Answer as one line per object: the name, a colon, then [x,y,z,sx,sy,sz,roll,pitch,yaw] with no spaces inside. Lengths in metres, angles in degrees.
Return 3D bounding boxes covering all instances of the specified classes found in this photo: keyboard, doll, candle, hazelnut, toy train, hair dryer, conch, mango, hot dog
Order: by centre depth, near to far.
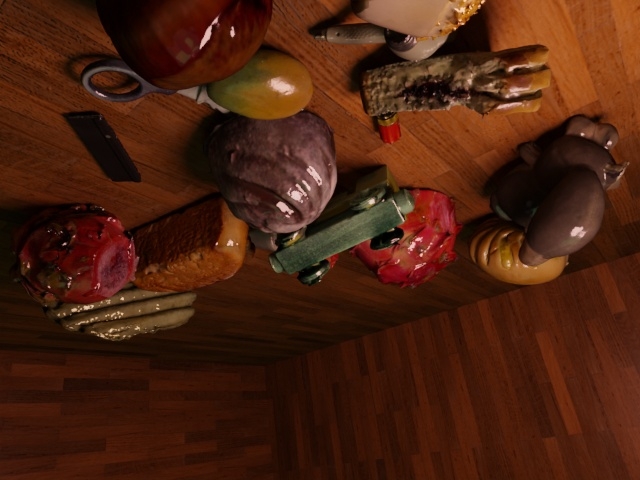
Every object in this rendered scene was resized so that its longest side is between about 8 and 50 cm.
hazelnut: [-0.175,-0.320,0.598,0.229,0.230,0.229,-7,155,-3]
hair dryer: [0.134,-0.345,0.762,0.218,0.089,0.224,-16,-154,-35]
mango: [-0.107,-0.277,0.816,0.194,0.092,0.130,-9,149,-15]
keyboard: [-0.457,-0.195,0.978,0.072,0.023,0.231,0,155,-1]
candle: [0.152,-0.255,1.012,0.051,0.052,0.131,-14,156,12]
toy train: [0.053,-0.041,1.166,0.397,0.253,0.160,-26,110,18]
doll: [0.562,-0.097,1.169,0.378,0.252,0.382,-41,162,-30]
hot dog: [-0.348,0.028,1.300,0.404,0.185,0.223,-18,152,22]
conch: [-0.168,-0.019,1.413,0.176,0.094,0.104,10,178,25]

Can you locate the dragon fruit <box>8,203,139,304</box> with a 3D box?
dragon fruit: [-0.632,0.036,1.129,0.290,0.250,0.269,14,-163,11]

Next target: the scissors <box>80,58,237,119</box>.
scissors: [-0.216,-0.281,0.859,0.255,0.029,0.383,-29,152,28]

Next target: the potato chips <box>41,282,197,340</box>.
potato chips: [-0.581,0.145,1.321,0.429,0.358,0.070,-9,133,-48]

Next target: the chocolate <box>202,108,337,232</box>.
chocolate: [-0.097,-0.123,0.994,0.303,0.213,0.303,-12,160,-4]

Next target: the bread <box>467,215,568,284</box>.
bread: [0.636,0.010,1.480,0.332,0.333,0.160,-6,117,-5]

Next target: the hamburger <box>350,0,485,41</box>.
hamburger: [0.128,-0.371,0.491,0.178,0.276,0.294,4,159,-2]

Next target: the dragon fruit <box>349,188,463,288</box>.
dragon fruit: [0.274,0.014,1.427,0.370,0.249,0.386,-14,158,0]

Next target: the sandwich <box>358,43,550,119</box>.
sandwich: [0.223,-0.275,0.796,0.288,0.254,0.100,-7,114,0]

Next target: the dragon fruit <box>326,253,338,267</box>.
dragon fruit: [0.000,0.000,1.426,0.189,0.163,0.261,-41,150,3]
